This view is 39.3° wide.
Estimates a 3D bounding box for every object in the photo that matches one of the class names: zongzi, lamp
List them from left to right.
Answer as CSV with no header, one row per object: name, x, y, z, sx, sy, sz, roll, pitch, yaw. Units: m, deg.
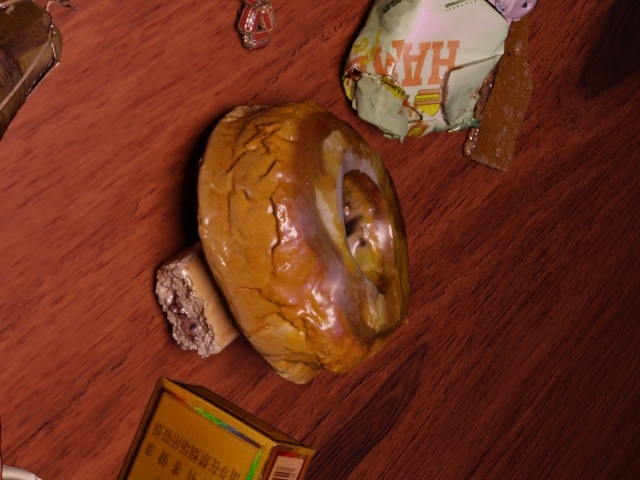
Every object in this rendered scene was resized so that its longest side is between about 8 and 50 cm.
zongzi,-0.282,-0.099,0.761,0.187,0.084,0.184,-43,148,-35
lamp,-0.068,-0.249,0.976,0.063,0.031,0.083,-27,128,-38

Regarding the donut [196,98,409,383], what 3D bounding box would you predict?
donut,0.000,0.000,0.993,0.330,0.160,0.330,11,77,-60

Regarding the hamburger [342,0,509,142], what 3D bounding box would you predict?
hamburger,0.136,-0.224,1.151,0.235,0.125,0.214,28,90,-47

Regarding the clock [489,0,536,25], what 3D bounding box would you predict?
clock,0.253,-0.351,1.265,0.176,0.080,0.117,-36,131,-37

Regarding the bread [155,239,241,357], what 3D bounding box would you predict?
bread,-0.126,0.057,0.998,0.106,0.082,0.125,-45,125,-48

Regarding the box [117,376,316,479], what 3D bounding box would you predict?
box,-0.150,0.328,0.990,0.084,0.193,0.301,26,85,-50

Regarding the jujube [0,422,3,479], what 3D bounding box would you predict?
jujube,-0.346,0.189,0.702,0.197,0.197,0.290,-4,91,-49

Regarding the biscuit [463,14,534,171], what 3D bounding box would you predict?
biscuit,0.290,-0.232,1.400,0.131,0.026,0.237,10,96,-52

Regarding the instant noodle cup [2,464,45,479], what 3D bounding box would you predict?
instant noodle cup,-0.295,0.357,0.846,0.235,0.178,0.235,-19,117,-43
